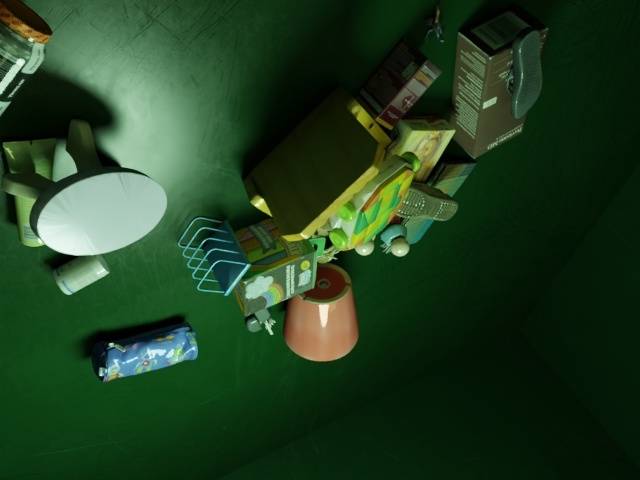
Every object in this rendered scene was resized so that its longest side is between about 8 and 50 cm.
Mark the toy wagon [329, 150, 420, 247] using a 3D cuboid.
[{"bbox_3d":[0.139,-0.079,1.483,0.267,0.068,0.344,-38,158,-27],"label":"toy wagon"}]

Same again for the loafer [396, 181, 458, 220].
[{"bbox_3d":[0.285,-0.123,1.678,0.269,0.092,0.101,13,119,-31],"label":"loafer"}]

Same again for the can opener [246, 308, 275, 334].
[{"bbox_3d":[-0.212,0.242,1.876,0.093,0.074,0.280,-26,147,-12],"label":"can opener"}]

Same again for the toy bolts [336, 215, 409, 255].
[{"bbox_3d":[0.165,0.004,1.789,0.229,0.158,0.218,-7,145,-20],"label":"toy bolts"}]

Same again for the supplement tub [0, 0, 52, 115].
[{"bbox_3d":[-0.512,-0.279,0.873,0.190,0.117,0.117,-43,147,14],"label":"supplement tub"}]

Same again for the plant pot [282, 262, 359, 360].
[{"bbox_3d":[0.004,0.225,1.899,0.275,0.275,0.243,-20,135,-23],"label":"plant pot"}]

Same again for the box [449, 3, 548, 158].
[{"bbox_3d":[0.482,-0.430,1.577,0.191,0.143,0.381,-29,149,-10],"label":"box"}]

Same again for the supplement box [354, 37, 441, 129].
[{"bbox_3d":[0.190,-0.384,1.395,0.188,0.104,0.081,-48,147,19],"label":"supplement box"}]

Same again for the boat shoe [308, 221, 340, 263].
[{"bbox_3d":[0.000,0.000,1.738,0.105,0.089,0.285,-31,148,-7],"label":"boat shoe"}]

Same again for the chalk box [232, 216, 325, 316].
[{"bbox_3d":[-0.124,0.053,1.615,0.289,0.179,0.180,-22,145,-22],"label":"chalk box"}]

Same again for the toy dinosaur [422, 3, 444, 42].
[{"bbox_3d":[0.289,-0.517,1.375,0.082,0.047,0.090,-15,136,-60],"label":"toy dinosaur"}]

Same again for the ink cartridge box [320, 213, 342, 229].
[{"bbox_3d":[0.065,-0.088,1.624,0.182,0.104,0.061,-4,140,-38],"label":"ink cartridge box"}]

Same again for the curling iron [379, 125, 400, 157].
[{"bbox_3d":[0.144,-0.225,1.614,0.035,0.068,0.274,-7,144,-39],"label":"curling iron"}]

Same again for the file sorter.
[{"bbox_3d":[-0.280,0.036,1.456,0.105,0.170,0.118,14,124,-46],"label":"file sorter"}]

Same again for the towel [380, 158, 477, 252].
[{"bbox_3d":[0.369,-0.122,1.923,0.272,0.040,0.370,-15,144,-53],"label":"towel"}]

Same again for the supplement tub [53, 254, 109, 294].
[{"bbox_3d":[-0.565,0.074,1.332,0.107,0.071,0.071,-29,148,-9],"label":"supplement tub"}]

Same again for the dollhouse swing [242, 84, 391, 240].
[{"bbox_3d":[0.037,-0.140,1.390,0.347,0.305,0.315,-43,147,11],"label":"dollhouse swing"}]

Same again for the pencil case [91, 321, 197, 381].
[{"bbox_3d":[-0.513,0.323,1.662,0.306,0.119,0.133,-8,137,-36],"label":"pencil case"}]

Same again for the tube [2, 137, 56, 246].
[{"bbox_3d":[-0.571,-0.097,1.122,0.062,0.070,0.240,19,127,0],"label":"tube"}]

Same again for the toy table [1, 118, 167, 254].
[{"bbox_3d":[-0.453,-0.089,1.088,0.274,0.161,0.252,6,114,-61],"label":"toy table"}]

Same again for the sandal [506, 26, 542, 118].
[{"bbox_3d":[0.519,-0.431,1.445,0.097,0.054,0.254,-34,139,-16],"label":"sandal"}]

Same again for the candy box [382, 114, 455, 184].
[{"bbox_3d":[0.243,-0.221,1.675,0.183,0.087,0.316,-8,140,-37],"label":"candy box"}]
